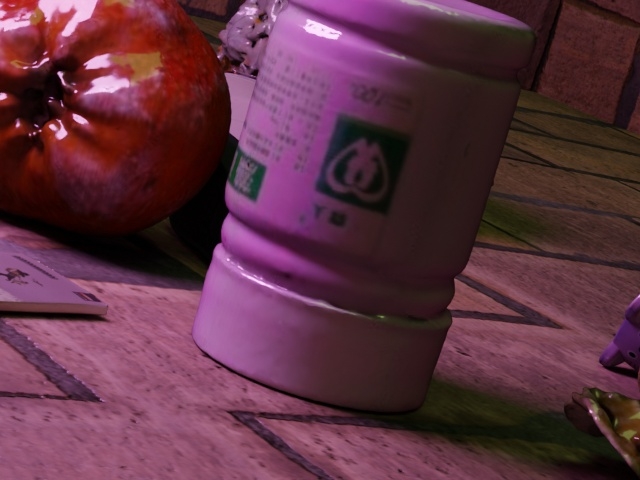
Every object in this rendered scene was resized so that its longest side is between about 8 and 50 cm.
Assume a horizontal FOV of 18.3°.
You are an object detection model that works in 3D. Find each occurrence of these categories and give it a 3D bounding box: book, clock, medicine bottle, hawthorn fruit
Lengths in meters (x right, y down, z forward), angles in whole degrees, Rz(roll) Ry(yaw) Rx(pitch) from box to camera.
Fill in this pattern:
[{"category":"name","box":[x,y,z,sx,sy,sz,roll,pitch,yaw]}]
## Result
[{"category":"book","box":[-0.273,0.031,1.576,0.182,0.014,0.127,4,16,-47]},{"category":"clock","box":[0.340,0.083,1.945,0.110,0.152,0.050,-31,67,-28]},{"category":"medicine bottle","box":[0.032,-0.047,1.610,0.212,0.325,0.212,15,12,-3]},{"category":"hawthorn fruit","box":[-0.222,-0.127,1.855,0.284,0.284,0.284,16,11,-3]}]

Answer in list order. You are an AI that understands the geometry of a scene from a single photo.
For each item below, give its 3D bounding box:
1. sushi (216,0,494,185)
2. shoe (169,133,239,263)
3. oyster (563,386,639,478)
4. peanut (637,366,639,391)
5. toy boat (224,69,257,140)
[{"category":"sushi","box":[0.047,-0.164,2.512,0.417,0.176,0.417,34,0,0]},{"category":"shoe","box":[-0.075,-0.028,1.947,0.093,0.108,0.241,13,18,-26]},{"category":"oyster","box":[0.373,0.176,1.541,0.351,0.114,0.238,5,3,34]},{"category":"peanut","box":[0.401,0.137,1.814,0.233,0.110,0.197,25,13,27]},{"category":"toy boat","box":[-0.050,-0.111,2.320,0.269,0.140,0.141,21,12,32]}]
